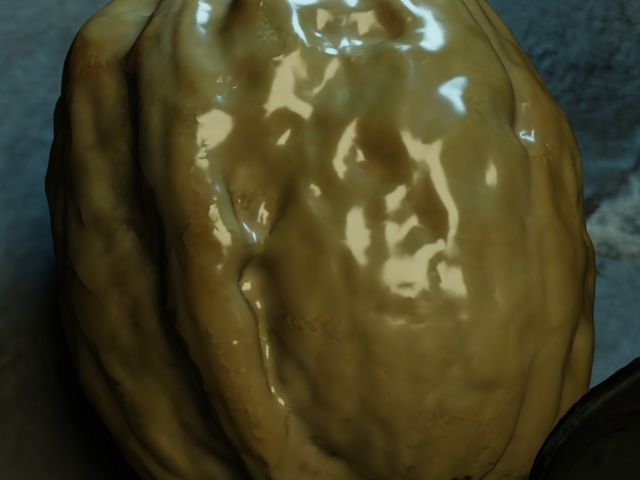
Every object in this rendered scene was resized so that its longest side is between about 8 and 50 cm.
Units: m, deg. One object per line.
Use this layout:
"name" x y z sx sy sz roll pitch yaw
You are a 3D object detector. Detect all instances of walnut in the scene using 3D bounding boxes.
"walnut" 0.000 0.000 0.703 0.198 0.198 0.245 -1 73 -26

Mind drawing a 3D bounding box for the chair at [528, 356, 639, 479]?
"chair" 0.186 -0.074 0.630 0.226 0.226 0.401 20 50 -16
